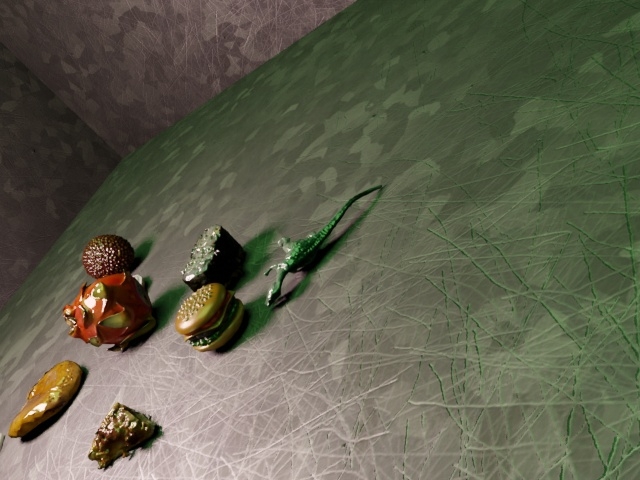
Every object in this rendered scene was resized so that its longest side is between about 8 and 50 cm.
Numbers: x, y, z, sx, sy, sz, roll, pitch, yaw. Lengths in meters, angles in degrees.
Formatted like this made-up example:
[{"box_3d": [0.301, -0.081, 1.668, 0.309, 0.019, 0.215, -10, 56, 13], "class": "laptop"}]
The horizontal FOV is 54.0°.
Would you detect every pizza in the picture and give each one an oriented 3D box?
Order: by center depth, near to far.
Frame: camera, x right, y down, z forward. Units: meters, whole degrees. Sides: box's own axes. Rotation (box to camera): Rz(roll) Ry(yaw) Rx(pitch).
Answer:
[{"box_3d": [-0.433, 0.413, 1.374, 0.194, 0.069, 0.154, -22, 31, 39], "class": "pizza"}]

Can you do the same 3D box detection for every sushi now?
[{"box_3d": [-0.268, 0.053, 1.643, 0.147, 0.115, 0.212, -33, 28, 27], "class": "sushi"}]

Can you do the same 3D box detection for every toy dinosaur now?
[{"box_3d": [-0.024, -0.011, 1.449, 0.383, 0.076, 0.129, -53, 34, -13], "class": "toy dinosaur"}]

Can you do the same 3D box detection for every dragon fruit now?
[{"box_3d": [-0.592, 0.201, 1.771, 0.227, 0.224, 0.224, -38, 26, -2], "class": "dragon fruit"}]

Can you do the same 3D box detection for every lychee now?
[{"box_3d": [-0.760, 0.063, 2.262, 0.188, 0.188, 0.188, -33, 27, 20], "class": "lychee"}]

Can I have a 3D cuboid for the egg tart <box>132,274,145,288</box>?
[{"box_3d": [-0.671, 0.191, 2.030, 0.234, 0.094, 0.234, -33, 25, 18], "class": "egg tart"}]

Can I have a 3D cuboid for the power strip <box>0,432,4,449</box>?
[{"box_3d": [-0.975, 0.618, 1.889, 0.040, 0.016, 0.090, -42, 26, 1], "class": "power strip"}]

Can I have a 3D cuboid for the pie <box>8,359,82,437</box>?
[{"box_3d": [-0.807, 0.462, 1.836, 0.273, 0.069, 0.273, -34, 23, 16], "class": "pie"}]

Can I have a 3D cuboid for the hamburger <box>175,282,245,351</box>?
[{"box_3d": [-0.251, 0.174, 1.430, 0.162, 0.115, 0.162, -32, 28, 19], "class": "hamburger"}]
